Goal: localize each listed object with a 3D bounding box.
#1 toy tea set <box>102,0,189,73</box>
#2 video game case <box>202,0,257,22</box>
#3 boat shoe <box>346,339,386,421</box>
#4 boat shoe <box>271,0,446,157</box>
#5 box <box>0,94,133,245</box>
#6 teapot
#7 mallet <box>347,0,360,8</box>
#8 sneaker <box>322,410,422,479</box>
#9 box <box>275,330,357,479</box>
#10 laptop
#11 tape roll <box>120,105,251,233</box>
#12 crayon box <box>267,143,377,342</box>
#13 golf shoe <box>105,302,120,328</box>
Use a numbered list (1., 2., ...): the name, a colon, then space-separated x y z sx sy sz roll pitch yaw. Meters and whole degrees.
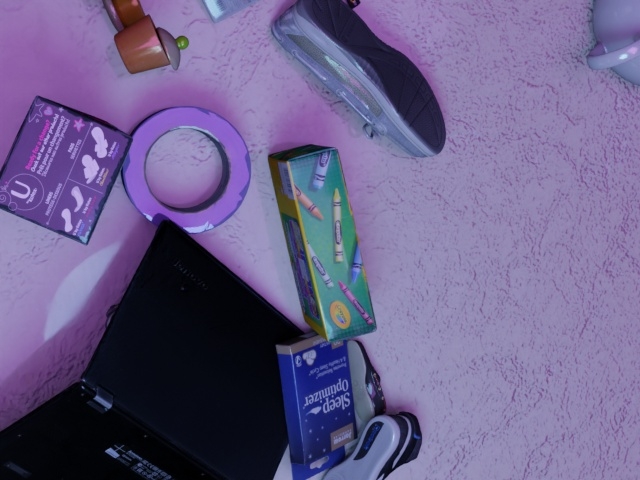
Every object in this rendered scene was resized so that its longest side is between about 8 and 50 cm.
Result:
1. toy tea set: -0.267 -0.396 1.618 0.124 0.200 0.336 -23 100 -1
2. video game case: -0.124 -0.442 1.699 0.173 0.022 0.190 -29 119 -2
3. boat shoe: 0.070 0.221 1.842 0.042 0.049 0.133 -16 91 -44
4. boat shoe: 0.065 -0.243 1.765 0.320 0.103 0.118 41 47 -17
5. box: -0.361 -0.104 1.602 0.142 0.247 0.163 23 90 -15
6. teapot: 0.562 -0.353 1.814 0.253 0.187 0.256 17 93 -14
7. mallet: 0.012 -0.444 1.760 0.062 0.039 0.189 -41 107 0
8. sneaker: 0.090 0.365 1.843 0.121 0.079 0.217 4 127 -50
9. box: -0.002 0.255 1.794 0.136 0.037 0.225 -16 103 -49
10. laptop: -0.252 0.250 1.717 0.408 0.236 0.382 -33 126 20
11. tape roll: -0.202 -0.106 1.724 0.189 0.080 0.188 -1 96 -12
12. crayon box: 0.000 0.000 1.737 0.081 0.165 0.278 -15 99 -11
13. golf shoe: -0.222 0.119 1.738 0.198 0.094 0.077 -14 98 -12
